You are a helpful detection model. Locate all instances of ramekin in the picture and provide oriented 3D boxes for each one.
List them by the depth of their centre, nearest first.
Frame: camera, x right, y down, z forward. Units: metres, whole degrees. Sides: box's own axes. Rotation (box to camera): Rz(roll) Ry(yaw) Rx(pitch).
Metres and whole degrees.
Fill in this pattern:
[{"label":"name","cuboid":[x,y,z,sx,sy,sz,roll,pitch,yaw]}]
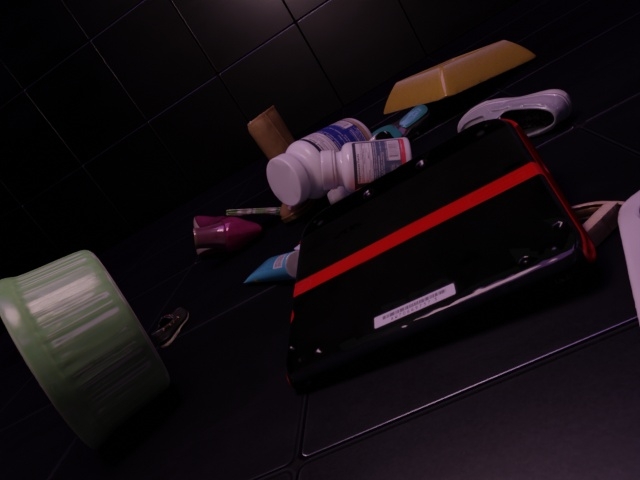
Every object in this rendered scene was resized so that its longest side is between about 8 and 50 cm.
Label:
[{"label":"ramekin","cuboid":[-0.376,0.163,0.846,0.148,0.303,0.303,-32,15,-24]}]

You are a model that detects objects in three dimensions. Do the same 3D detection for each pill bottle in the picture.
[{"label":"pill bottle","cuboid":[0.093,-0.151,1.067,0.180,0.108,0.108,-4,21,3]},{"label":"pill bottle","cuboid":[0.004,-0.196,1.307,0.264,0.153,0.153,-32,14,-32]}]

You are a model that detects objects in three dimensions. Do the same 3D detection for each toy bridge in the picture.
[{"label":"toy bridge","cuboid":[0.310,-0.018,0.573,0.063,0.026,0.188,-38,18,-17]}]

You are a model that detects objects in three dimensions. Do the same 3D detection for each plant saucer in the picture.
[{"label":"plant saucer","cuboid":[0.380,-0.479,1.505,0.332,0.081,0.332,-27,14,-18]}]

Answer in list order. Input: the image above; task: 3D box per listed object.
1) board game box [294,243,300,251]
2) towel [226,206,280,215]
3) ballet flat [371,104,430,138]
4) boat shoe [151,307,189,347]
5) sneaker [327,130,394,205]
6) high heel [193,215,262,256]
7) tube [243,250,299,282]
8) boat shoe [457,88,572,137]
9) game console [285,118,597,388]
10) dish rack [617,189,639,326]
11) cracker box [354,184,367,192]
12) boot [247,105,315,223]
[{"label":"board game box","cuboid":[0.000,0.000,1.072,0.090,0.020,0.090,-38,18,-19]},{"label":"towel","cuboid":[-0.186,-0.079,1.469,0.152,0.023,0.113,-3,3,-3]},{"label":"ballet flat","cuboid":[0.214,-0.289,1.409,0.203,0.074,0.074,-34,17,-9]},{"label":"boat shoe","cuboid":[-0.322,0.178,1.123,0.049,0.042,0.133,-30,16,16]},{"label":"sneaker","cuboid":[0.099,-0.170,1.240,0.121,0.099,0.262,-21,20,47]},{"label":"high heel","cuboid":[-0.280,-0.016,1.537,0.181,0.127,0.377,-6,9,-13]},{"label":"tube","cuboid":[-0.090,0.055,1.044,0.080,0.052,0.207,-36,12,-27]},{"label":"boat shoe","cuboid":[0.344,-0.222,0.971,0.227,0.079,0.081,-5,28,50]},{"label":"game console","cuboid":[0.124,0.004,0.705,0.386,0.060,0.342,-29,32,23]},{"label":"dish rack","cuboid":[0.381,0.004,0.314,0.332,0.072,0.285,-21,20,33]},{"label":"cracker box","cuboid":[0.152,-0.075,0.932,0.232,0.067,0.156,-22,21,30]},{"label":"boot","cuboid":[-0.112,-0.203,1.392,0.089,0.269,0.236,-25,18,28]}]
